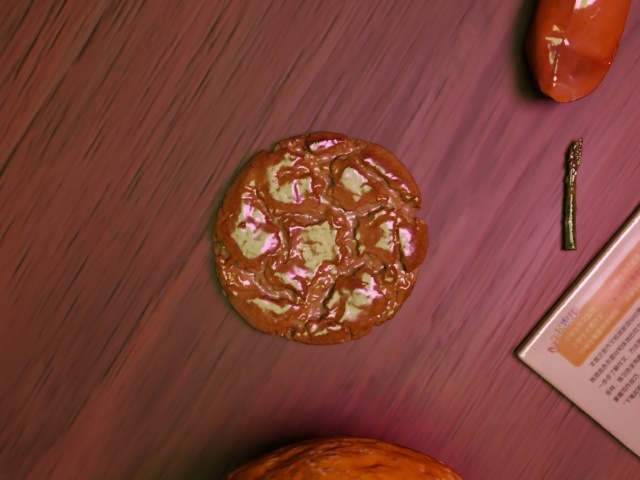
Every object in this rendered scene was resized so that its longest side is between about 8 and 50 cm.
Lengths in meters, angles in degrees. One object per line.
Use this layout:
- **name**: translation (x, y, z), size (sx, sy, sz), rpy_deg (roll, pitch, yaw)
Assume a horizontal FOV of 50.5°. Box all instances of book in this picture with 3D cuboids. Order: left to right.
- **book**: translation (0.377, 0.131, 0.691), size (0.295, 0.020, 0.208), rpy_deg (40, 93, -1)

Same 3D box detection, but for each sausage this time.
- **sausage**: translation (0.247, -0.217, 0.646), size (0.089, 0.089, 0.179), rpy_deg (16, 97, 0)

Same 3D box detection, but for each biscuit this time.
- **biscuit**: translation (0.000, 0.000, 0.678), size (0.226, 0.042, 0.225), rpy_deg (0, 92, 0)

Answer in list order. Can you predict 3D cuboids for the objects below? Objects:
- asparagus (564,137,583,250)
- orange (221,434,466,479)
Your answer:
- **asparagus**: translation (0.254, -0.046, 0.685), size (0.015, 0.014, 0.114), rpy_deg (2, 94, 22)
- **orange**: translation (0.022, 0.330, 0.576), size (0.341, 0.293, 0.340), rpy_deg (0, 111, 1)
